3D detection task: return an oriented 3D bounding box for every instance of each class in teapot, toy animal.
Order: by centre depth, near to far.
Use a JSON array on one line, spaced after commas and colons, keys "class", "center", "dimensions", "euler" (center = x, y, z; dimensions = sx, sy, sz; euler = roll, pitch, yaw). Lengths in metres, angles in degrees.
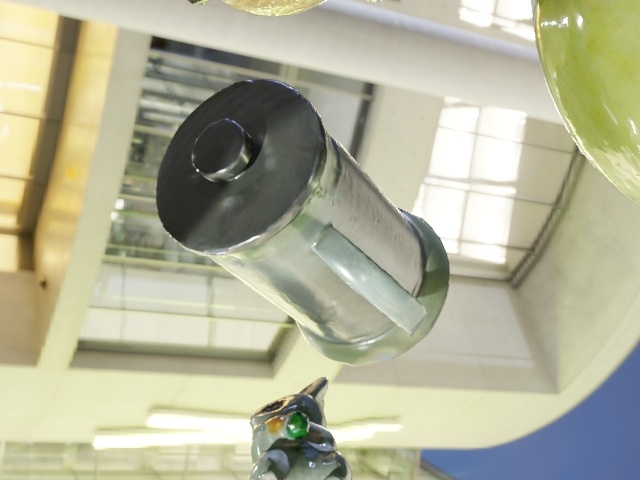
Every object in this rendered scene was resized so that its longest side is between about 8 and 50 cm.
[{"class": "teapot", "center": [0.000, 0.000, 0.941], "dimensions": [0.200, 0.337, 0.270], "euler": [-48, -128, 0]}, {"class": "toy animal", "center": [-0.031, 0.245, 1.108], "dimensions": [0.127, 0.125, 0.251], "euler": [-51, -165, 16]}]

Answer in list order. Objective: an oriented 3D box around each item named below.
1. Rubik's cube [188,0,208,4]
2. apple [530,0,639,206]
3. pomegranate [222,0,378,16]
[{"class": "Rubik's cube", "center": [-0.157, -0.605, 1.504], "dimensions": [0.283, 0.288, 0.293], "euler": [-9, -138, 45]}, {"class": "apple", "center": [0.349, -0.187, 0.767], "dimensions": [0.357, 0.357, 0.357], "euler": [-26, -120, 60]}, {"class": "pomegranate", "center": [-0.022, -0.422, 1.124], "dimensions": [0.342, 0.342, 0.342], "euler": [-26, -120, 60]}]
